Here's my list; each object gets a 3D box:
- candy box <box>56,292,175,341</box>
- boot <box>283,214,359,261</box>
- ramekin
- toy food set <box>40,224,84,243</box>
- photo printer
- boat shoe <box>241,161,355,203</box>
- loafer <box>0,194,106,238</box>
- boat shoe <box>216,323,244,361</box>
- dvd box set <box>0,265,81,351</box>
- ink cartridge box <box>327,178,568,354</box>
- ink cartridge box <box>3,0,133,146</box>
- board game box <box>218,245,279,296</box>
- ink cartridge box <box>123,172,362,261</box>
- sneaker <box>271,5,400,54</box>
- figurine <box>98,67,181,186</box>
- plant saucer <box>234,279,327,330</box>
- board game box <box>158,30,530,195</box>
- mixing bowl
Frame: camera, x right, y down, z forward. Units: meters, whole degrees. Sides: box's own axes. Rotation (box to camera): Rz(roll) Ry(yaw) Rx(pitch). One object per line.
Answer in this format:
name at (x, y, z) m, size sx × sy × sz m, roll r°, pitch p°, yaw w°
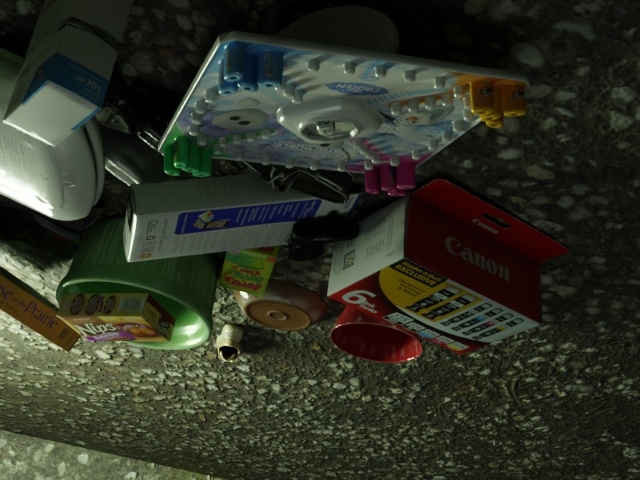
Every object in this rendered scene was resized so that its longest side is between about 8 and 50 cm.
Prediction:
candy box at (-0.375, 0.141, 1.806) m, size 0.186 × 0.053 × 0.109 m, roll -2°, pitch 149°, yaw 22°
boot at (0.000, 0.000, 1.656) m, size 0.121 × 0.045 × 0.099 m, roll -3°, pitch 154°, yaw -8°
ramekin at (-0.342, 0.082, 1.899) m, size 0.303 × 0.148 × 0.303 m, roll 9°, pitch 152°, yaw 5°
toy food set at (-0.497, -0.022, 1.904) m, size 0.082 × 0.020 × 0.083 m, roll 8°, pitch 151°, yaw 7°
photo printer at (-0.460, -0.166, 1.454) m, size 0.307 × 0.107 × 0.256 m, roll 24°, pitch 145°, yaw 10°
boat shoe at (-0.052, -0.115, 1.518) m, size 0.219 × 0.070 × 0.078 m, roll 16°, pitch 151°, yaw -8°
loafer at (-0.502, -0.104, 1.698) m, size 0.095 × 0.109 × 0.302 m, roll -29°, pitch 141°, yaw 24°
boat shoe at (-0.211, 0.247, 2.242) m, size 0.063 × 0.059 × 0.170 m, roll 13°, pitch 151°, yaw -2°
dvd box set at (-0.681, 0.048, 1.897) m, size 0.307 × 0.062 × 0.420 m, roll 24°, pitch 165°, yaw 47°
ink cartridge box at (0.217, 0.053, 1.647) m, size 0.309 × 0.130 × 0.272 m, roll 25°, pitch 146°, yaw -27°
ink cartridge box at (-0.325, -0.239, 1.270) m, size 0.082 × 0.191 × 0.139 m, roll 28°, pitch 148°, yaw -30°
board game box at (-0.136, 0.043, 1.862) m, size 0.092 × 0.043 × 0.181 m, roll 14°, pitch 151°, yaw -5°
ink cartridge box at (-0.131, -0.043, 1.609) m, size 0.370 × 0.069 × 0.176 m, roll -4°, pitch 156°, yaw -18°
sneaker at (0.007, -0.218, 1.306) m, size 0.282 × 0.102 × 0.161 m, roll -10°, pitch 159°, yaw 35°
figurine at (-0.310, -0.179, 1.499) m, size 0.209 × 0.092 × 0.215 m, roll 35°, pitch 146°, yaw -22°
plant saucer at (-0.085, 0.141, 2.030) m, size 0.198 × 0.036 × 0.199 m, roll 9°, pitch 150°, yaw 5°
board game box at (0.012, -0.146, 1.295) m, size 0.389 × 0.050 × 0.390 m, roll 4°, pitch 165°, yaw -19°
mixing bowl at (0.115, 0.158, 1.919) m, size 0.181 × 0.098 × 0.181 m, roll 9°, pitch 151°, yaw 5°
